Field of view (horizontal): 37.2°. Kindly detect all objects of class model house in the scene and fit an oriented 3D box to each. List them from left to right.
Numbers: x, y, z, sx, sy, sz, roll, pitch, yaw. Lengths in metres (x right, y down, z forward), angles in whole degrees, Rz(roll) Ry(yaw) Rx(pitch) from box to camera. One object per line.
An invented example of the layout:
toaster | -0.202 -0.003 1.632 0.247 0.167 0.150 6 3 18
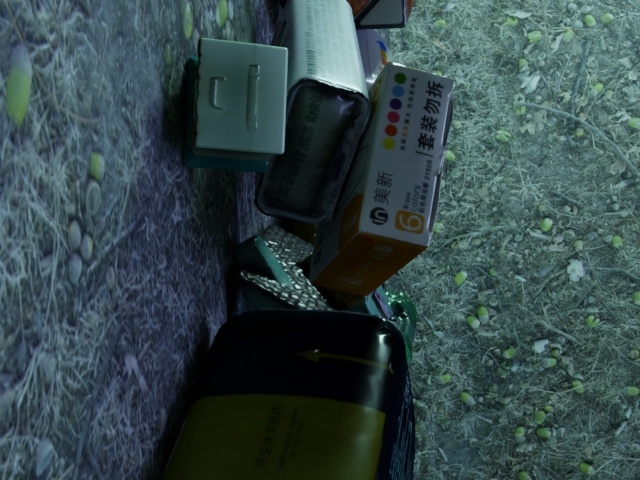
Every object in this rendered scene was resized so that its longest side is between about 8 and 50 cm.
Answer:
model house | -0.099 -0.144 1.061 0.149 0.100 0.127 153 -60 -75
model house | -0.015 0.076 1.385 0.249 0.230 0.280 63 14 -12

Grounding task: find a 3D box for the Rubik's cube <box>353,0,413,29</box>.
Rubik's cube | 0.057 -0.492 1.688 0.205 0.204 0.207 -72 159 -62

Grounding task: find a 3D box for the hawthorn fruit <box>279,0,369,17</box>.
hawthorn fruit | 0.017 -0.427 1.504 0.188 0.169 0.169 -44 158 -10

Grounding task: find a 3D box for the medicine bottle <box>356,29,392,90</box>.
medicine bottle | 0.055 -0.244 1.687 0.293 0.170 0.170 -94 177 -47

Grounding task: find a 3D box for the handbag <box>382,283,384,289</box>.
handbag | 0.058 0.194 2.053 0.257 0.113 0.286 -45 142 -69

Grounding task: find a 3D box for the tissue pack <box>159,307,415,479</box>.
tissue pack | -0.034 0.304 1.044 0.417 0.253 0.264 -76 163 -54

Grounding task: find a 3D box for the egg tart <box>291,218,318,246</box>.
egg tart | 0.000 0.000 1.663 0.297 0.132 0.297 -14 90 -76

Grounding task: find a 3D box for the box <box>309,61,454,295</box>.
box | 0.070 -0.065 1.178 0.274 0.091 0.221 129 -28 -68

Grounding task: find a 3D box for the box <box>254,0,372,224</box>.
box | -0.014 -0.187 1.251 0.370 0.112 0.190 -95 -159 -57
